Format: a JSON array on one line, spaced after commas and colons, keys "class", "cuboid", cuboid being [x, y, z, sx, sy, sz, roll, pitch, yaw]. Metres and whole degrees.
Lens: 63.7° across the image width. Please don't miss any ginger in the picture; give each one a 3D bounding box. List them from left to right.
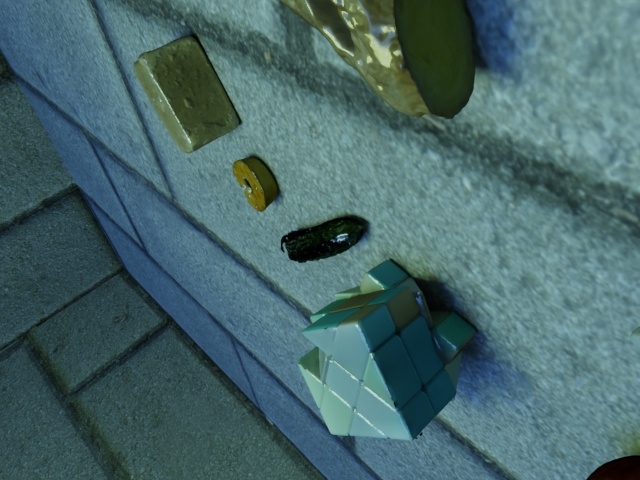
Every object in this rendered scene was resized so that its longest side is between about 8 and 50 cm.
[{"class": "ginger", "cuboid": [0.019, -0.257, 0.462, 0.354, 0.126, 0.190, 53, 149, 3]}]

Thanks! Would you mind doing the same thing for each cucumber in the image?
[{"class": "cucumber", "cuboid": [-0.001, 0.003, 0.897, 0.067, 0.067, 0.245, 57, 156, -9]}]

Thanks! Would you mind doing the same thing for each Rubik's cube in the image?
[{"class": "Rubik's cube", "cuboid": [0.110, 0.175, 0.788, 0.224, 0.212, 0.266, -19, 96, 48]}]

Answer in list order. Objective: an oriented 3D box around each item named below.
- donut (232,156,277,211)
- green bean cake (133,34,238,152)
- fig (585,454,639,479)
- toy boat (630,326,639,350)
[{"class": "donut", "cuboid": [-0.121, -0.110, 0.979, 0.097, 0.043, 0.108, 7, 128, 57]}, {"class": "green bean cake", "cuboid": [-0.235, -0.255, 0.907, 0.085, 0.109, 0.179, 7, 130, 56]}, {"class": "fig", "cuboid": [0.389, 0.353, 0.551, 0.235, 0.214, 0.235, 35, 174, 4]}, {"class": "toy boat", "cuboid": [0.356, 0.054, 0.330, 0.199, 0.100, 0.290, 50, 154, 5]}]
